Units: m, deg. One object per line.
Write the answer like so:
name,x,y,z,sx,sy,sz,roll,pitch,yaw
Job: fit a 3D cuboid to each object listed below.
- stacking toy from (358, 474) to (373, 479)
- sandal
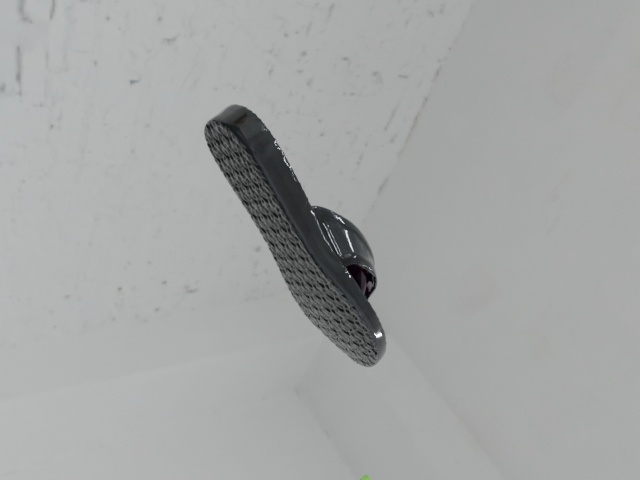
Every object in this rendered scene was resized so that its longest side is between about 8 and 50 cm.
stacking toy,0.077,0.494,1.049,0.221,0.167,0.052,57,-43,13
sandal,0.001,-0.001,0.956,0.168,0.107,0.445,14,-42,54
